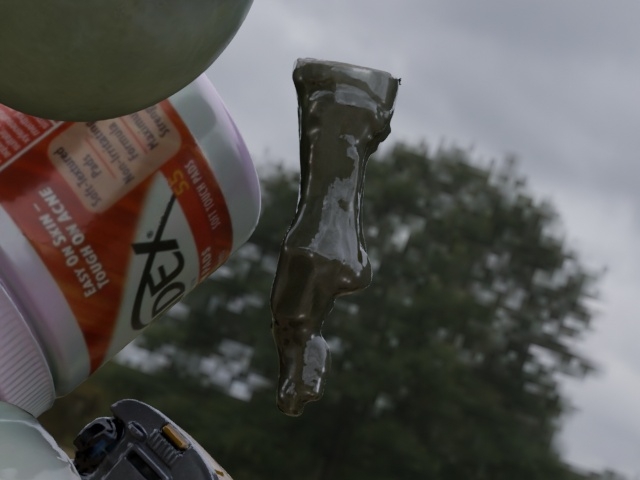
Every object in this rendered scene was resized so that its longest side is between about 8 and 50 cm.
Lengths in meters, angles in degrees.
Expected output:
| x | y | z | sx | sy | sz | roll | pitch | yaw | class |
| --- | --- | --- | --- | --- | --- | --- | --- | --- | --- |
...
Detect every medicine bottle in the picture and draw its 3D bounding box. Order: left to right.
| x | y | z | sx | sy | sz | roll | pitch | yaw | class |
| --- | --- | --- | --- | --- | --- | --- | --- | --- | --- |
| -0.204 | -0.031 | 1.364 | 0.252 | 0.241 | 0.252 | 42 | -22 | 21 | medicine bottle |

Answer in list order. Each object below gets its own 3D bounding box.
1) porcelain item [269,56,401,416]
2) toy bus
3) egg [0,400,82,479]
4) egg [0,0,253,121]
| x | y | z | sx | sy | sz | roll | pitch | yaw | class |
| --- | --- | --- | --- | --- | --- | --- | --- | --- | --- |
| 0.000 | 0.000 | 1.211 | 0.069 | 0.215 | 0.081 | 10 | -5 | -1 | porcelain item |
| -0.154 | 0.237 | 1.548 | 0.126 | 0.209 | 0.136 | 41 | 3 | 27 | toy bus |
| -0.259 | 0.271 | 0.906 | 0.340 | 0.354 | 0.354 | -15 | 8 | -25 | egg |
| -0.132 | -0.153 | 1.086 | 0.183 | 0.183 | 0.217 | 23 | -37 | -30 | egg |
